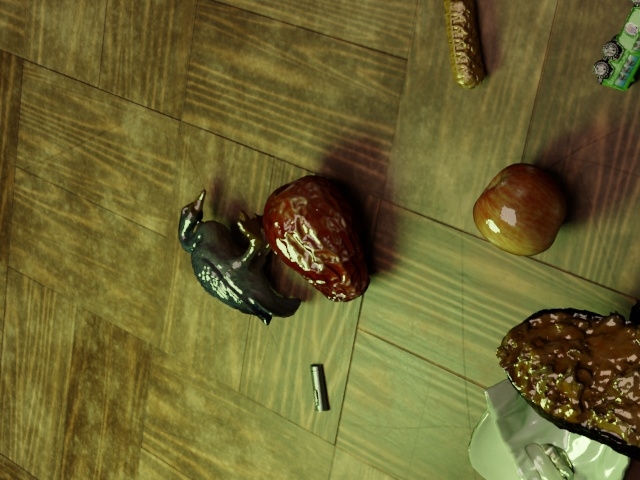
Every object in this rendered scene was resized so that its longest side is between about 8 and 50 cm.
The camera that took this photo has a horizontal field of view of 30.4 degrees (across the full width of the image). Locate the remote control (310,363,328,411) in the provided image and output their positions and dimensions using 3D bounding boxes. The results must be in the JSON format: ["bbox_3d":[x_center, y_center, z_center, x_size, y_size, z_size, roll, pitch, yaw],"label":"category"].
[{"bbox_3d":[-0.005,0.280,2.230,0.034,0.016,0.091,-3,98,44],"label":"remote control"}]

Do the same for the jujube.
[{"bbox_3d":[0.000,0.000,2.085,0.168,0.168,0.236,-28,97,39],"label":"jujube"}]

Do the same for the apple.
[{"bbox_3d":[0.311,-0.044,1.820,0.131,0.146,0.146,40,124,2],"label":"apple"}]

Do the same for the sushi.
[{"bbox_3d":[0.439,0.187,1.697,0.348,0.207,0.234,17,78,24],"label":"sushi"}]

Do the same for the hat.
[{"bbox_3d":[0.371,0.358,1.880,0.258,0.168,0.301,59,155,28],"label":"hat"}]

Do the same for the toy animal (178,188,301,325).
[{"bbox_3d":[-0.158,0.037,2.235,0.185,0.122,0.298,-38,83,27],"label":"toy animal"}]

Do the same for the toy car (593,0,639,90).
[{"bbox_3d":[0.453,-0.295,1.697,0.062,0.071,0.165,30,118,13],"label":"toy car"}]

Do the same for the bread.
[{"bbox_3d":[0.229,-0.320,1.886,0.052,0.044,0.157,-4,97,37],"label":"bread"}]
